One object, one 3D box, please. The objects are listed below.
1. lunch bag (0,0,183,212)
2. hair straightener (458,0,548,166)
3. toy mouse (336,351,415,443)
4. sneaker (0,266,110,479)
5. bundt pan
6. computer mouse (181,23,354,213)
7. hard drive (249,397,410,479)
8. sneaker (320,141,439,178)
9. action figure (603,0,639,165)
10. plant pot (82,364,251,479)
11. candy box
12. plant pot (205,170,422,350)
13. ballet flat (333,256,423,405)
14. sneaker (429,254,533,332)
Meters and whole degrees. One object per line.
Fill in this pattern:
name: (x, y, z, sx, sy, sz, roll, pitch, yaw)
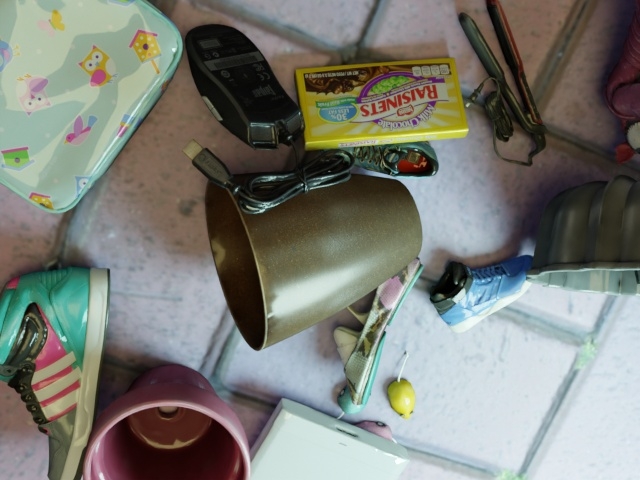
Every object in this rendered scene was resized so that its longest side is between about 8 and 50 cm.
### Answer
lunch bag: (-0.304, -0.195, 0.985, 0.224, 0.108, 0.279, 35, 97, -12)
hair straightener: (0.226, -0.191, 1.108, 0.089, 0.047, 0.230, -27, 113, 0)
toy mouse: (0.070, 0.251, 1.221, 0.143, 0.031, 0.161, -11, 108, -5)
sneaker: (-0.368, 0.171, 1.077, 0.178, 0.124, 0.295, 7, 99, -15)
bundt pan: (0.423, -0.003, 1.065, 0.331, 0.331, 0.124, 5, 82, -10)
computer mouse: (-0.101, -0.133, 0.985, 0.262, 0.184, 0.060, 50, 138, 13)
hard drive: (-0.037, 0.387, 1.225, 0.203, 0.040, 0.307, 25, 107, -15)
sneaker: (0.079, -0.114, 1.087, 0.162, 0.073, 0.063, 9, 106, -12)
action figure: (0.413, -0.248, 1.038, 0.276, 0.248, 0.370, 27, 131, 17)
plant pot: (-0.194, 0.255, 1.103, 0.201, 0.180, 0.201, -2, 107, -8)
candy box: (0.075, -0.171, 1.067, 0.206, 0.027, 0.105, -6, 75, -7)
plant pot: (0.000, 0.000, 1.059, 0.230, 0.215, 0.215, -15, 109, -19)
ballet flat: (0.066, 0.111, 1.163, 0.079, 0.077, 0.221, 22, 97, 7)
sneaker: (0.219, 0.053, 1.169, 0.152, 0.058, 0.084, -36, 118, 10)
